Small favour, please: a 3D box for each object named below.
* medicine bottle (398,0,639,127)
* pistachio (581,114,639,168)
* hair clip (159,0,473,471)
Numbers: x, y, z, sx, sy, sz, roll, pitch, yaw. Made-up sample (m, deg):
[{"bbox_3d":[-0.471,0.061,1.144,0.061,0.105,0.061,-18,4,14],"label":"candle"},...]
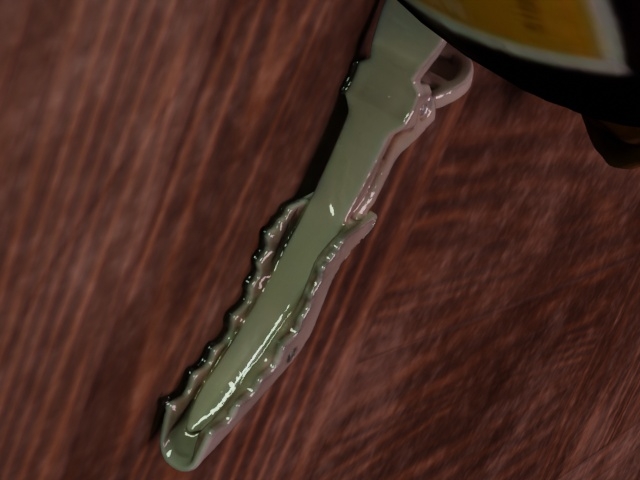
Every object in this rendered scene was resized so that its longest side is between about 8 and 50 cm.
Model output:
[{"bbox_3d":[0.070,-0.214,0.282,0.242,0.242,0.395,-53,151,-18],"label":"medicine bottle"},{"bbox_3d":[0.166,-0.129,0.732,0.165,0.130,0.210,-97,-166,-52],"label":"pistachio"},{"bbox_3d":[0.000,0.000,0.643,0.226,0.034,0.072,-61,158,3],"label":"hair clip"}]
